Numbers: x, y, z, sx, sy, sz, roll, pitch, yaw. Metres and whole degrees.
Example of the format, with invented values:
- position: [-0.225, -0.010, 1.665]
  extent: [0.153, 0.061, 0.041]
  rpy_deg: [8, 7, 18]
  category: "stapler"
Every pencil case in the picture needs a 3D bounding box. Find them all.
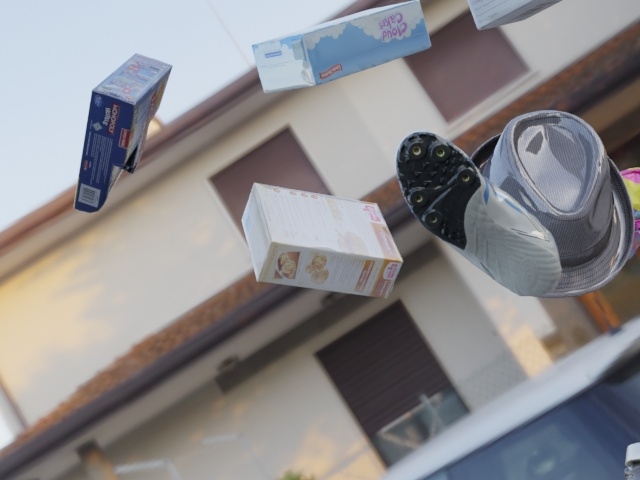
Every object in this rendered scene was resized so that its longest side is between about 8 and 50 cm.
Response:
- position: [0.480, -0.031, 1.659]
  extent: [0.104, 0.104, 0.236]
  rpy_deg: [-32, -17, -4]
  category: "pencil case"

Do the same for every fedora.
- position: [0.313, -0.071, 1.408]
  extent: [0.244, 0.275, 0.124]
  rpy_deg: [2, -33, 3]
  category: "fedora"

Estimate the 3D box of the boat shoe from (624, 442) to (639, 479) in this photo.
- position: [0.445, 0.267, 1.081]
  extent: [0.324, 0.116, 0.096]
  rpy_deg: [-18, 50, 58]
  category: "boat shoe"

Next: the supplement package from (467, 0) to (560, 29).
- position: [0.240, -0.379, 1.339]
  extent: [0.105, 0.179, 0.105]
  rpy_deg: [-20, 0, -38]
  category: "supplement package"

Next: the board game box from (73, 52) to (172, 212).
- position: [-0.263, -0.161, 1.409]
  extent: [0.194, 0.060, 0.194]
  rpy_deg: [-72, 2, -52]
  category: "board game box"

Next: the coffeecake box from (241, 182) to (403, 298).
- position: [0.000, 0.000, 1.398]
  extent: [0.185, 0.142, 0.068]
  rpy_deg: [9, -58, -20]
  category: "coffeecake box"

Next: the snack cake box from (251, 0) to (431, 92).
- position: [0.037, -0.330, 1.761]
  extent: [0.264, 0.089, 0.152]
  rpy_deg: [-24, 15, -34]
  category: "snack cake box"

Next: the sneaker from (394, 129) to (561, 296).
- position: [0.160, -0.029, 1.084]
  extent: [0.085, 0.237, 0.086]
  rpy_deg: [-43, 23, 13]
  category: "sneaker"
